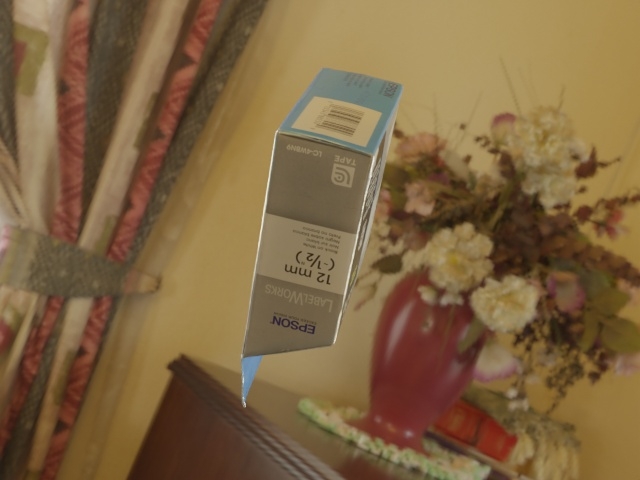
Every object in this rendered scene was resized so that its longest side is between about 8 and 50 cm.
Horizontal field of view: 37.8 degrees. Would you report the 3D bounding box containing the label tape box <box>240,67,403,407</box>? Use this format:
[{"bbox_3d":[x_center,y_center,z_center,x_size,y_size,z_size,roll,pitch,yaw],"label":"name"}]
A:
[{"bbox_3d":[0.000,0.000,1.105,0.115,0.347,0.249,12,27,6],"label":"label tape box"}]
